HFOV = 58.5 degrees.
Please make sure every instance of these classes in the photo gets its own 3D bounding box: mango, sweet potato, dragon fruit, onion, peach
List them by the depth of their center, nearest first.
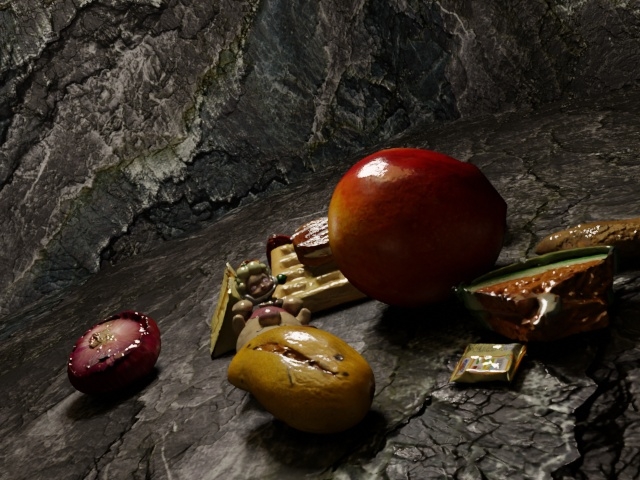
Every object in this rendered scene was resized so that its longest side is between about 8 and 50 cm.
[{"bbox_3d":[-0.041,0.232,1.003,0.294,0.120,0.177,14,56,32],"label":"mango"},{"bbox_3d":[0.594,0.003,1.150,0.341,0.092,0.114,-10,-6,35],"label":"sweet potato"},{"bbox_3d":[0.218,-0.030,1.258,0.388,0.389,0.388,-19,15,5],"label":"peach"},{"bbox_3d":[-0.525,0.296,1.477,0.248,0.161,0.248,-28,19,10],"label":"onion"},{"bbox_3d":[-0.114,0.028,1.887,0.120,0.161,0.127,-30,28,-25],"label":"dragon fruit"}]

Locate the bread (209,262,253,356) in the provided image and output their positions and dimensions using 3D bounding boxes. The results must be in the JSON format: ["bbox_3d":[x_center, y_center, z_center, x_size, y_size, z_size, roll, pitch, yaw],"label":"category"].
[{"bbox_3d":[-0.262,0.173,1.518,0.135,0.178,0.240,-21,17,-4],"label":"bread"}]

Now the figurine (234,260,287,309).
[{"bbox_3d":[-0.135,0.137,1.404,0.147,0.197,0.093,-36,-18,-25],"label":"figurine"}]

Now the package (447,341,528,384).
[{"bbox_3d":[0.282,0.205,0.961,0.120,0.031,0.108,-11,18,37],"label":"package"}]

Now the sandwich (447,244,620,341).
[{"bbox_3d":[0.401,0.101,1.002,0.292,0.109,0.212,-21,13,-4],"label":"sandwich"}]

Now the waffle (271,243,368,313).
[{"bbox_3d":[-0.001,0.083,1.578,0.304,0.078,0.348,-17,27,5],"label":"waffle"}]

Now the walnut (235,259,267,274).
[{"bbox_3d":[-0.218,0.118,1.782,0.115,0.116,0.207,-20,14,4],"label":"walnut"}]

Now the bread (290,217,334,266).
[{"bbox_3d":[0.000,0.000,1.566,0.160,0.073,0.160,-17,26,9],"label":"bread"}]

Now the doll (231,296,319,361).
[{"bbox_3d":[-0.101,0.210,1.232,0.196,0.152,0.256,-34,19,2],"label":"doll"}]
